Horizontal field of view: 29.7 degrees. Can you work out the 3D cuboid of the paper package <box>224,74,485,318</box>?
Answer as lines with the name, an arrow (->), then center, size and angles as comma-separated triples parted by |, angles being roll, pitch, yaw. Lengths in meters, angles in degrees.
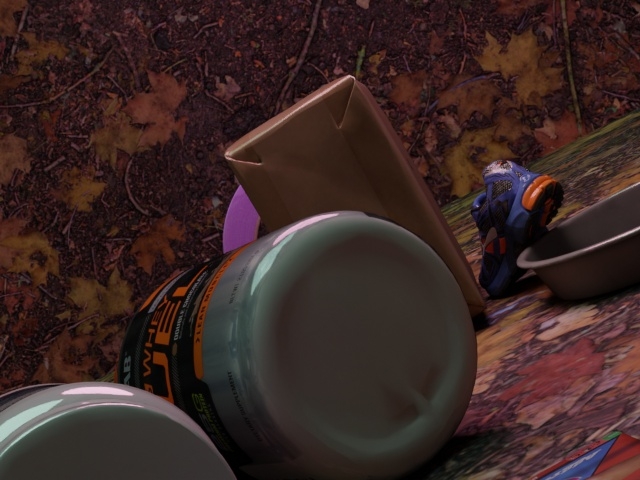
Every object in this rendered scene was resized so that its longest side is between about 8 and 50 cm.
paper package -> 0.050, -0.028, 1.434 | 0.168, 0.309, 0.325 | -31, 2, 6

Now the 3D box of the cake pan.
cake pan -> 0.342, -0.020, 1.225 | 0.293, 0.054, 0.293 | -27, 3, 2

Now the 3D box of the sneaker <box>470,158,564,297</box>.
sneaker -> 0.213, -0.017, 1.374 | 0.083, 0.087, 0.221 | -36, -25, -27

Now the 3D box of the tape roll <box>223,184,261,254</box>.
tape roll -> 0.000, 0.000, 1.694 | 0.274, 0.275, 0.090 | -27, 4, -4

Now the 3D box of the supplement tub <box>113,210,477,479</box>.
supplement tub -> -0.042, 0.105, 1.009 | 0.207, 0.207, 0.338 | -29, 3, -31

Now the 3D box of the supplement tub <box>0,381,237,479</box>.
supplement tub -> -0.162, 0.189, 0.796 | 0.191, 0.191, 0.272 | -28, 4, -21

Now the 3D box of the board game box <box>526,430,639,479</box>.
board game box -> 0.060, 0.181, 0.598 | 0.281, 0.027, 0.145 | -27, 5, -7
